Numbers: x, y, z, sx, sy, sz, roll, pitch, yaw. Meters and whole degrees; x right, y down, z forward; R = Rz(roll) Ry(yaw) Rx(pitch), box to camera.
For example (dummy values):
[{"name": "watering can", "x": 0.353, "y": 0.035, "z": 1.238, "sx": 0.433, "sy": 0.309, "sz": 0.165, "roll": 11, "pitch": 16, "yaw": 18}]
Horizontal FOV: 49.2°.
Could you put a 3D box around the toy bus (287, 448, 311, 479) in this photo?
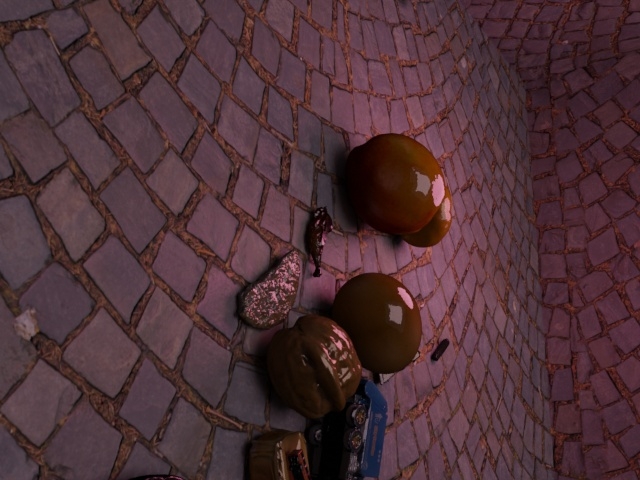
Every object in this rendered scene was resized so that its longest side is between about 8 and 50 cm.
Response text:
[{"name": "toy bus", "x": -0.045, "y": 0.538, "z": 1.610, "sx": 0.043, "sy": 0.031, "sz": 0.110, "roll": -32, "pitch": 108, "yaw": -67}]

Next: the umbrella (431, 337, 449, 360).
[{"name": "umbrella", "x": 0.441, "y": 0.403, "z": 2.560, "sx": 0.133, "sy": 0.031, "sz": 0.036, "roll": -34, "pitch": 108, "yaw": -53}]

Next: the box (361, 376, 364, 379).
[{"name": "box", "x": 0.054, "y": 0.378, "z": 1.971, "sx": 0.243, "sy": 0.055, "sz": 0.103, "roll": 55, "pitch": 41, "yaw": -31}]

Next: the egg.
[{"name": "egg", "x": 0.165, "y": 0.242, "z": 1.999, "sx": 0.250, "sy": 0.250, "sz": 0.322, "roll": -56, "pitch": 132, "yaw": -47}]

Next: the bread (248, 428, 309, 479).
[{"name": "bread", "x": -0.094, "y": 0.576, "z": 1.649, "sx": 0.136, "sy": 0.107, "sz": 0.241, "roll": 0, "pitch": 81, "yaw": -59}]

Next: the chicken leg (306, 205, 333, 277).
[{"name": "chicken leg", "x": -0.003, "y": -0.005, "z": 2.000, "sx": 0.089, "sy": 0.048, "sz": 0.219, "roll": 39, "pitch": 50, "yaw": -41}]

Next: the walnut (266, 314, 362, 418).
[{"name": "walnut", "x": -0.012, "y": 0.319, "z": 1.742, "sx": 0.225, "sy": 0.257, "sz": 0.257, "roll": -31, "pitch": 110, "yaw": -20}]

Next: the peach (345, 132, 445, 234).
[{"name": "peach", "x": 0.226, "y": -0.182, "z": 2.188, "sx": 0.332, "sy": 0.308, "sz": 0.307, "roll": 43, "pitch": 43, "yaw": -11}]

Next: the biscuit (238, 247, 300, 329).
[{"name": "biscuit", "x": -0.120, "y": 0.143, "z": 1.794, "sx": 0.290, "sy": 0.038, "sz": 0.141, "roll": -44, "pitch": 118, "yaw": -50}]

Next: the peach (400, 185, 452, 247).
[{"name": "peach", "x": 0.355, "y": -0.098, "z": 2.390, "sx": 0.153, "sy": 0.251, "sz": 0.251, "roll": 2, "pitch": 78, "yaw": -33}]

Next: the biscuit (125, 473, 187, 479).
[{"name": "biscuit", "x": -0.331, "y": 0.644, "z": 1.295, "sx": 0.407, "sy": 0.091, "sz": 0.407, "roll": 25, "pitch": 59, "yaw": -50}]

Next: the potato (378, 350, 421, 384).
[{"name": "potato", "x": 0.220, "y": 0.377, "z": 2.217, "sx": 0.172, "sy": 0.089, "sz": 0.100, "roll": -36, "pitch": 91, "yaw": -21}]

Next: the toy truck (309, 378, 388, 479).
[{"name": "toy truck", "x": 0.069, "y": 0.547, "z": 1.830, "sx": 0.175, "sy": 0.146, "sz": 0.367, "roll": 29, "pitch": 66, "yaw": -44}]
